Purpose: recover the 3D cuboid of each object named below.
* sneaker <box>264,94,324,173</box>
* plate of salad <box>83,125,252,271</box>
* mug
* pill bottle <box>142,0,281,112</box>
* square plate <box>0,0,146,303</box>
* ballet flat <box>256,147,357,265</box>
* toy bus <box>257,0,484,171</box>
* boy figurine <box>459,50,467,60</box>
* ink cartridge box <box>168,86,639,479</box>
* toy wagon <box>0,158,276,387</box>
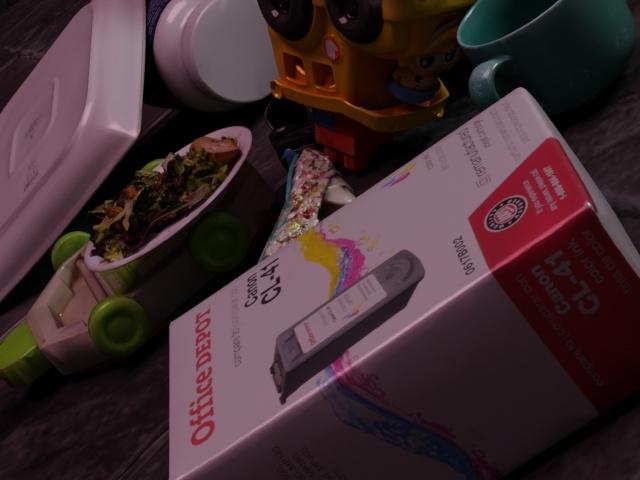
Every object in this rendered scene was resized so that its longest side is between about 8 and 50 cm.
[{"bbox_3d":[-0.011,-0.131,1.569,0.067,0.078,0.188,-28,24,25],"label":"sneaker"},{"bbox_3d":[-0.149,-0.047,1.478,0.200,0.048,0.200,-32,24,16],"label":"plate of salad"},{"bbox_3d":[0.181,-0.155,1.293,0.158,0.097,0.129,-40,23,-2],"label":"mug"},{"bbox_3d":[-0.142,-0.227,1.859,0.153,0.153,0.264,-44,22,-14],"label":"pill bottle"},{"bbox_3d":[-0.316,-0.124,1.849,0.347,0.049,0.344,-46,30,30],"label":"square plate"},{"bbox_3d":[0.000,0.000,1.319,0.077,0.091,0.241,0,33,11],"label":"ballet flat"},{"bbox_3d":[0.049,-0.163,1.420,0.149,0.211,0.220,-18,24,-35],"label":"toy bus"},{"bbox_3d":[0.200,-0.254,1.469,0.285,0.092,0.177,-22,31,31],"label":"boy figurine"},{"bbox_3d":[0.057,0.063,1.022,0.306,0.131,0.226,-33,23,10],"label":"ink cartridge box"},{"bbox_3d":[-0.200,0.040,1.548,0.344,0.068,0.267,-41,22,-4],"label":"toy wagon"}]
